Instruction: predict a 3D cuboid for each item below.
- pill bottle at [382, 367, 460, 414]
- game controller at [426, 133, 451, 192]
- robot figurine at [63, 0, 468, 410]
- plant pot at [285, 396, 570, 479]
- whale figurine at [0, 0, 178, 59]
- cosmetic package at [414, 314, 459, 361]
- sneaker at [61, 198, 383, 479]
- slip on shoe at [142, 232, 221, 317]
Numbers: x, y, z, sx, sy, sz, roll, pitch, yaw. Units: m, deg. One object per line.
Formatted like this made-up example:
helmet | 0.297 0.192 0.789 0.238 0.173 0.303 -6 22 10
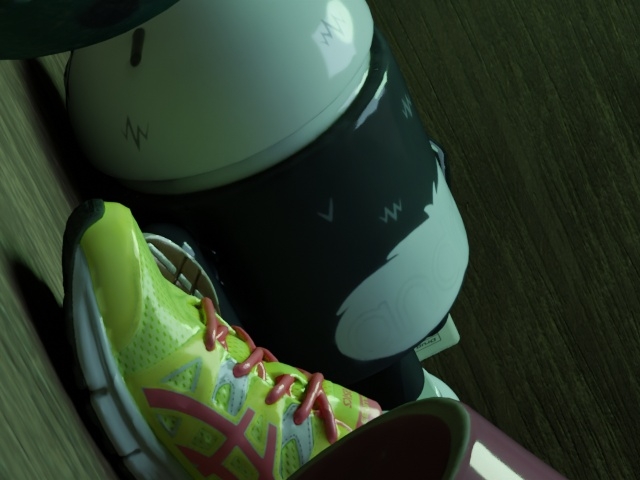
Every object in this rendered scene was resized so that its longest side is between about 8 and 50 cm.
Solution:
pill bottle | 0.075 0.188 1.531 0.229 0.131 0.131 62 3 -64
game controller | 0.015 -0.014 1.288 0.319 0.067 0.166 3 79 -59
robot figurine | -0.026 -0.029 0.904 0.278 0.173 0.209 64 -5 -35
plant pot | 0.052 0.154 0.500 0.180 0.201 0.201 48 5 -12
whale figurine | -0.127 -0.133 0.406 0.272 0.141 0.216 9 51 -58
cosmetic package | 0.000 0.000 1.498 0.309 0.160 0.113 65 1 -49
sneaker | -0.028 0.067 0.639 0.208 0.094 0.081 63 4 -21
slip on shoe | -0.064 0.048 0.777 0.041 0.051 0.135 10 -32 41
